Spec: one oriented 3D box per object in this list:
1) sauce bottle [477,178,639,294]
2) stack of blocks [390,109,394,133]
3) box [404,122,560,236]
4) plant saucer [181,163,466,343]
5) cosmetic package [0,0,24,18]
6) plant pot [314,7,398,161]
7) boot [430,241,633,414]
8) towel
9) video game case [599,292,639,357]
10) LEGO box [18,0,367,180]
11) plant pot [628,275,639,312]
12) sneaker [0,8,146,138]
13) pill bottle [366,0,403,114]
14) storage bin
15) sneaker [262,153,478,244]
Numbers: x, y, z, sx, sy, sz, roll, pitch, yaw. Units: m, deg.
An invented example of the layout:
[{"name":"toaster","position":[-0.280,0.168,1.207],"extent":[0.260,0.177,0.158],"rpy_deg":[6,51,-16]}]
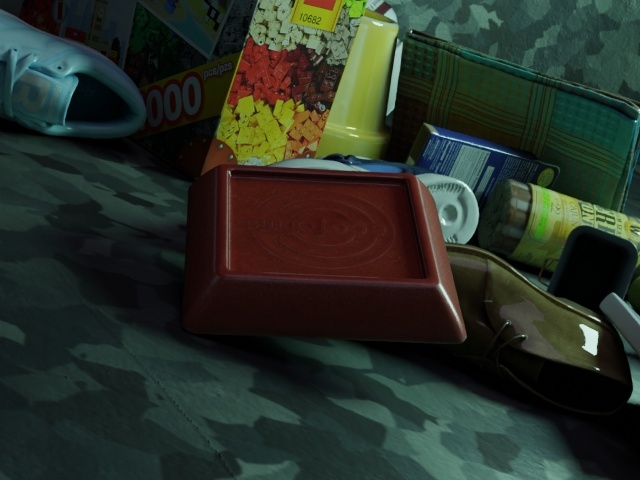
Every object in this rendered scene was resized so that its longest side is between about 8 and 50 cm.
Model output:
[{"name":"sauce bottle","position":[0.393,0.010,1.953],"extent":[0.344,0.111,0.111],"rpy_deg":[16,15,-12]},{"name":"stack of blocks","position":[0.230,-0.197,2.411],"extent":[0.171,0.087,0.297],"rpy_deg":[1,11,-27]},{"name":"box","position":[0.213,-0.074,1.971],"extent":[0.225,0.136,0.036],"rpy_deg":[13,24,-27]},{"name":"plant saucer","position":[0.000,0.000,1.355],"extent":[0.258,0.048,0.259],"rpy_deg":[3,33,-5]},{"name":"cosmetic package","position":[-0.327,-0.346,2.344],"extent":[0.377,0.097,0.284],"rpy_deg":[18,16,-6]},{"name":"plant pot","position":[0.000,-0.232,2.071],"extent":[0.254,0.239,0.254],"rpy_deg":[18,14,-5]},{"name":"boot","position":[0.177,0.088,1.410],"extent":[0.305,0.112,0.115],"rpy_deg":[20,21,-10]},{"name":"towel","position":[0.270,-0.133,2.039],"extent":[0.370,0.271,0.040],"rpy_deg":[22,40,20]},{"name":"video game case","position":[0.383,0.159,1.414],"extent":[0.206,0.026,0.227],"rpy_deg":[41,9,-15]},{"name":"LEGO box","position":[-0.181,-0.332,1.933],"extent":[0.193,0.372,0.500],"rpy_deg":[4,20,-45]},{"name":"plant pot","position":[0.450,0.076,1.872],"extent":[0.083,0.083,0.079],"rpy_deg":[13,4,-23]},{"name":"sneaker","position":[-0.365,-0.203,1.697],"extent":[0.366,0.135,0.150],"rpy_deg":[6,17,-40]},{"name":"pill bottle","position":[-0.016,-0.360,2.329],"extent":[0.392,0.224,0.224],"rpy_deg":[45,14,-3]},{"name":"storage bin","position":[0.308,0.051,1.676],"extent":[0.098,0.135,0.091],"rpy_deg":[21,3,6]},{"name":"sneaker","position":[-0.003,-0.035,1.638],"extent":[0.322,0.130,0.236],"rpy_deg":[-2,7,-29]}]
